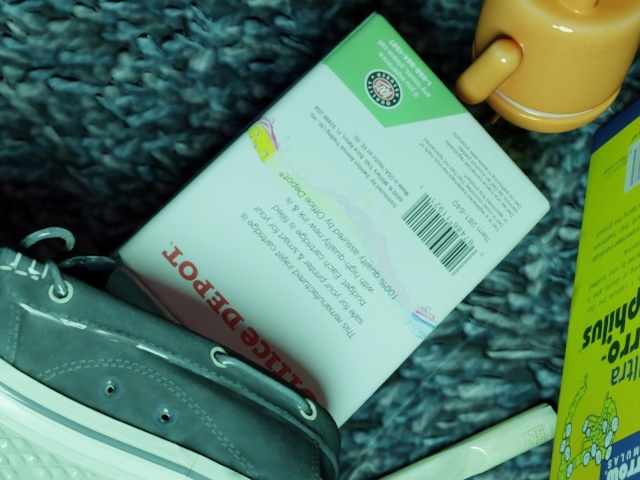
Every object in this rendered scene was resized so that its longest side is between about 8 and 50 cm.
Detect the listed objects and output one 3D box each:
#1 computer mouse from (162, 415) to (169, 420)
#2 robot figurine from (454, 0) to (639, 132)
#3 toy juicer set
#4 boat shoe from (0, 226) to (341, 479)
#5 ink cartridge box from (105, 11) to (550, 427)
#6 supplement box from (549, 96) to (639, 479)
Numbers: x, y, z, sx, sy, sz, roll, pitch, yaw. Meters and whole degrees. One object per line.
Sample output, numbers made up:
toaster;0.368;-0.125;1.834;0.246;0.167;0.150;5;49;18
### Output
computer mouse;-0.200;0.210;1.281;0.262;0.060;0.184;5;80;-16
robot figurine;0.184;-0.167;1.381;0.128;0.219;0.158;16;59;4
toy juicer set;0.204;0.248;1.387;0.209;0.089;0.329;-44;96;-18
boat shoe;-0.207;0.080;1.176;0.500;0.186;0.156;27;47;-1
ink cartridge box;0.000;0.000;1.343;0.278;0.117;0.201;-44;96;-18
supplement box;0.315;0.062;1.358;0.194;0.195;0.356;18;64;-14
